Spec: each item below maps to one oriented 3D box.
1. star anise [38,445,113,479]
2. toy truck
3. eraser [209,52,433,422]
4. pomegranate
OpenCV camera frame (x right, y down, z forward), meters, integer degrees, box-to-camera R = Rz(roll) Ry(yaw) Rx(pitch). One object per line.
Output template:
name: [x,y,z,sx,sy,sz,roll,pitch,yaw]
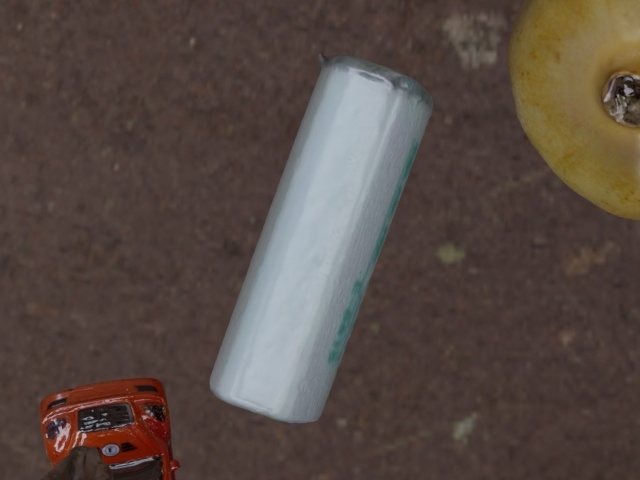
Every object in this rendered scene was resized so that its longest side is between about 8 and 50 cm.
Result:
star anise: [-0.135,0.236,0.889,0.349,0.292,0.109,28,134,24]
toy truck: [-0.170,0.230,1.423,0.107,0.114,0.253,-8,137,-7]
eraser: [0.000,0.000,1.388,0.104,0.290,0.189,20,180,1]
pomegranate: [0.232,-0.119,1.049,0.233,0.233,0.233,4,138,3]
